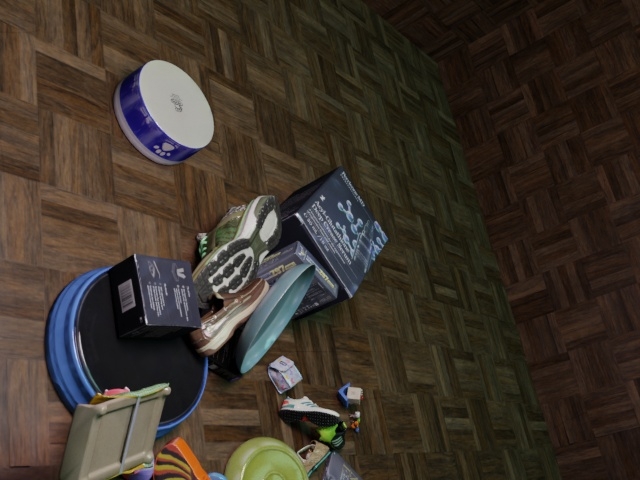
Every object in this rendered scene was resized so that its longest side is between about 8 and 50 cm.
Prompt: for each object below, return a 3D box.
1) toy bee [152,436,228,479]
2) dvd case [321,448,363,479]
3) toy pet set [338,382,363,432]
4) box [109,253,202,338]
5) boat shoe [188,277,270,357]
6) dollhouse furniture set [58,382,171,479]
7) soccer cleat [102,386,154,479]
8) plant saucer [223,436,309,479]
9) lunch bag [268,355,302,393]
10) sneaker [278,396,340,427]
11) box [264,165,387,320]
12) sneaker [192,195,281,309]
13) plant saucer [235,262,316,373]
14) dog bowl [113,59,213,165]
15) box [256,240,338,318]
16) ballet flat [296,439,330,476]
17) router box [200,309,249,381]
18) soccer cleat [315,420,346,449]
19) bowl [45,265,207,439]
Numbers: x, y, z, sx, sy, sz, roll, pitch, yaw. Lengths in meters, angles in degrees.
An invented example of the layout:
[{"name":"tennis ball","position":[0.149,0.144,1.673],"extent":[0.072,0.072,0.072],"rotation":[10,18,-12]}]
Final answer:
[{"name":"toy bee","position":[-0.251,0.560,1.469],"extent":[0.298,0.162,0.195],"rotation":[45,2,23]},{"name":"dvd case","position":[0.077,0.705,1.981],"extent":[0.221,0.018,0.164],"rotation":[51,33,-22]},{"name":"toy pet set","position":[0.086,0.486,2.139],"extent":[0.114,0.065,0.122],"rotation":[84,13,-47]},{"name":"box","position":[-0.350,0.123,1.535],"extent":[0.158,0.093,0.155],"rotation":[12,58,-52]},{"name":"boat shoe","position":[-0.214,0.154,1.682],"extent":[0.095,0.095,0.257],"rotation":[53,44,-13]},{"name":"dollhouse furniture set","position":[-0.404,0.373,1.235],"extent":[0.198,0.151,0.301],"rotation":[3,104,-66]},{"name":"soccer cleat","position":[-0.374,0.392,1.379],"extent":[0.095,0.083,0.247],"rotation":[-103,-172,-59]},{"name":"plant saucer","position":[-0.115,0.580,1.697],"extent":[0.241,0.037,0.240],"rotation":[18,56,-30]},{"name":"lunch bag","position":[-0.098,0.356,1.938],"extent":[0.083,0.053,0.071],"rotation":[57,29,5]},{"name":"sneaker","position":[-0.025,0.443,1.904],"extent":[0.075,0.161,0.057],"rotation":[-74,166,-56]},{"name":"box","position":[0.000,0.000,2.194],"extent":[0.293,0.212,0.395],"rotation":[56,31,-12]},{"name":"sneaker","position":[-0.250,0.032,1.848],"extent":[0.410,0.182,0.158],"rotation":[-54,136,-48]},{"name":"plant saucer","position":[-0.116,0.181,1.762],"extent":[0.044,0.317,0.317],"rotation":[33,30,10]},{"name":"dog bowl","position":[-0.412,-0.339,1.919],"extent":[0.265,0.104,0.264],"rotation":[36,41,-38]},{"name":"box","position":[-0.097,0.122,1.932],"extent":[0.183,0.233,0.059],"rotation":[47,30,-26]},{"name":"ballet flat","position":[-0.046,0.581,1.856],"extent":[0.067,0.073,0.206],"rotation":[39,26,11]},{"name":"router box","position":[-0.244,0.244,1.802],"extent":[0.133,0.046,0.178],"rotation":[41,38,-36]},{"name":"soccer cleat","position":[0.045,0.527,1.970],"extent":[0.060,0.072,0.179],"rotation":[59,4,30]},{"name":"bowl","position":[-0.397,0.233,1.549],"extent":[0.391,0.077,0.391],"rotation":[35,41,-39]}]
